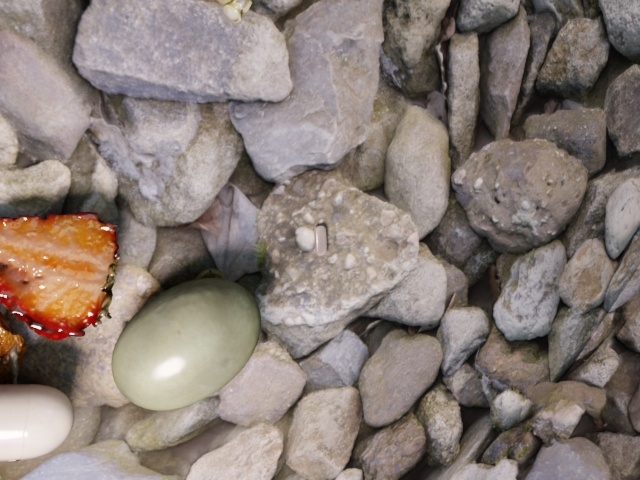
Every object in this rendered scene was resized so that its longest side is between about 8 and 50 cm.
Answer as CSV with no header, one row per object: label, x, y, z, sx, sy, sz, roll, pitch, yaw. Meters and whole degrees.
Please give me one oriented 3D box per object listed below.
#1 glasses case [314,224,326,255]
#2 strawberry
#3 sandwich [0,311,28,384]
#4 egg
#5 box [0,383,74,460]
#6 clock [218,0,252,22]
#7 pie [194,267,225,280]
glasses case,0.000,0.000,1.457,0.032,0.021,0.083,-13,109,-27
strawberry,-0.559,0.080,1.116,0.280,0.150,0.254,-4,85,-25
sandwich,-0.669,0.202,1.097,0.159,0.109,0.185,13,74,-48
egg,-0.297,0.231,1.227,0.352,0.258,0.259,-31,116,-18
box,-0.677,0.360,1.053,0.348,0.288,0.141,8,64,-29
clock,-0.164,-0.635,1.150,0.378,0.120,0.277,-35,111,-17
pie,-0.275,0.108,1.340,0.084,0.021,0.084,-8,107,-27
